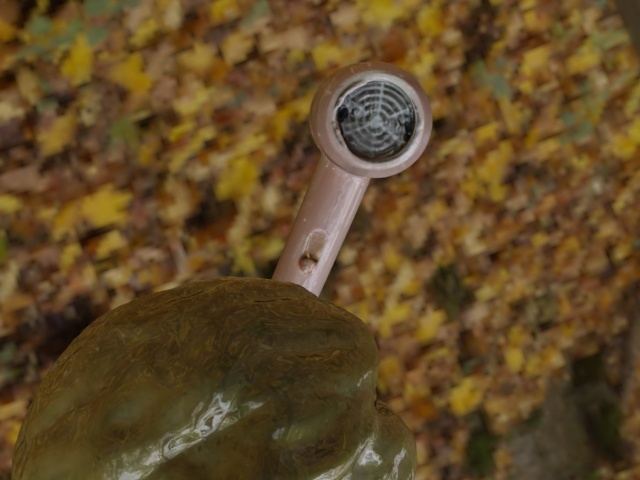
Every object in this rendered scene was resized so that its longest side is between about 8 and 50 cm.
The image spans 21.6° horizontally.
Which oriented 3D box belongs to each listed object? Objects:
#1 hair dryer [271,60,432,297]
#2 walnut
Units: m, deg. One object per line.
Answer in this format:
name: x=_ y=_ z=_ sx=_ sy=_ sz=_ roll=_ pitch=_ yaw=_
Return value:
hair dryer: x=0.000 y=0.000 z=1.547 sx=0.106 sy=0.344 sz=0.189 roll=21 pitch=-176 yaw=-5
walnut: x=-0.024 y=0.051 z=0.374 sx=0.092 sy=0.092 sz=0.092 roll=-20 pitch=169 yaw=-4
